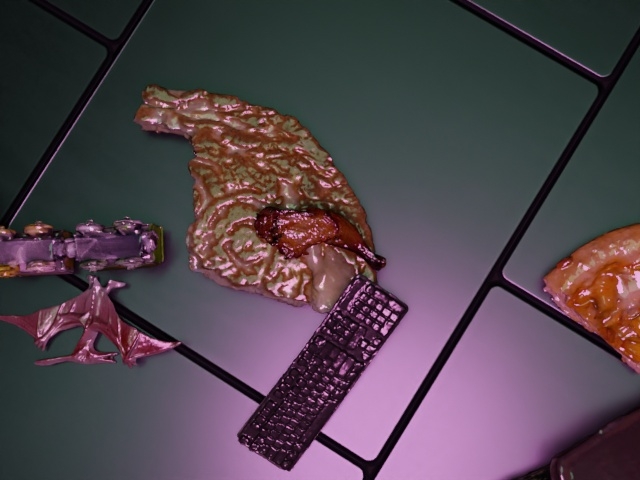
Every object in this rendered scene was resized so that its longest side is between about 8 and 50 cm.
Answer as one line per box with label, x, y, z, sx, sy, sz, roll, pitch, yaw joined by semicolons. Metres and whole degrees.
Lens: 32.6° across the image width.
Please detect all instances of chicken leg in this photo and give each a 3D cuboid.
chicken leg;0.001;-0.005;1.159;0.145;0.037;0.062;8;102;1

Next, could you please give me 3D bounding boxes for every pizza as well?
pizza;0.333;0.063;1.167;0.182;0.062;0.161;-7;89;1

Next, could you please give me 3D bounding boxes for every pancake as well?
pancake;-0.067;-0.029;1.207;0.197;0.054;0.376;-37;81;-7

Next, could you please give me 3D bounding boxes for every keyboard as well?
keyboard;0.002;0.144;1.168;0.072;0.023;0.231;35;100;-5

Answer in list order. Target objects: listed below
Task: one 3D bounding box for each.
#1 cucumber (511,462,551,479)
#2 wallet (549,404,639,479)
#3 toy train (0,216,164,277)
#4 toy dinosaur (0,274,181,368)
cucumber;0.227;0.275;1.151;0.245;0.067;0.067;-28;83;-2
wallet;0.392;0.228;1.121;0.309;0.042;0.165;-25;78;-15
toy train;-0.271;0.009;1.202;0.202;0.081;0.060;-4;83;10
toy dinosaur;-0.257;0.092;1.214;0.220;0.032;0.108;9;88;14
